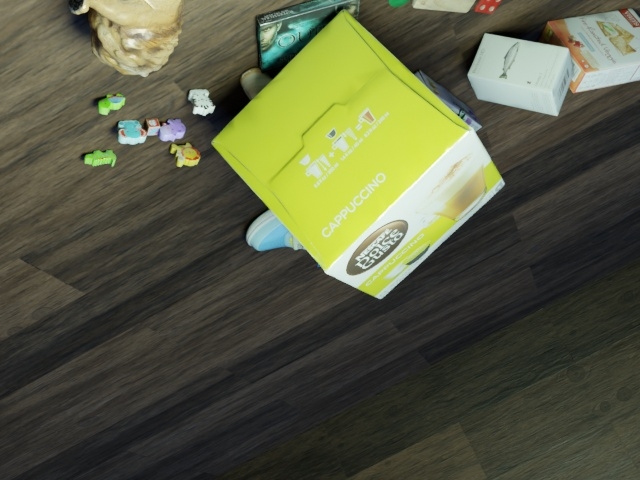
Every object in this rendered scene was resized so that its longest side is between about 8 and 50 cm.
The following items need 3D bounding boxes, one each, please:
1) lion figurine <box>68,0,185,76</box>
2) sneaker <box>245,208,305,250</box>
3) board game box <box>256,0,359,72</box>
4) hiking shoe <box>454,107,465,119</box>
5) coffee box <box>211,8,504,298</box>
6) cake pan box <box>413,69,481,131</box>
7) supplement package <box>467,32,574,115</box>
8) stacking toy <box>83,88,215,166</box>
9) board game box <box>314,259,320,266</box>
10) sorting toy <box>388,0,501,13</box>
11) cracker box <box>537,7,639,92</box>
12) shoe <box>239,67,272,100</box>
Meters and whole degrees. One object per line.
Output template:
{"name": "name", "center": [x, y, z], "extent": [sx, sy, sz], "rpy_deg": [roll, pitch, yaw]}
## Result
{"name": "lion figurine", "center": [-0.220, -0.398, 1.227], "extent": [0.392, 0.142, 0.240], "rpy_deg": [-42, 156, 22]}
{"name": "sneaker", "center": [0.000, 0.000, 2.024], "extent": [0.319, 0.208, 0.127], "rpy_deg": [-21, 154, -7]}
{"name": "board game box", "center": [-0.023, -0.371, 1.551], "extent": [0.186, 0.026, 0.126], "rpy_deg": [-19, 153, -12]}
{"name": "hiking shoe", "center": [0.172, -0.182, 1.852], "extent": [0.304, 0.113, 0.132], "rpy_deg": [-21, 123, 5]}
{"name": "coffee box", "center": [0.078, -0.141, 1.595], "extent": [0.337, 0.338, 0.334], "rpy_deg": [-44, 157, 6]}
{"name": "cake pan box", "center": [0.197, -0.237, 1.926], "extent": [0.245, 0.070, 0.267], "rpy_deg": [-35, 151, 23]}
{"name": "supplement package", "center": [0.409, -0.338, 1.774], "extent": [0.105, 0.179, 0.105], "rpy_deg": [-67, 153, -10]}
{"name": "stacking toy", "center": [-0.311, -0.197, 1.594], "extent": [0.221, 0.052, 0.167], "rpy_deg": [-8, 148, -28]}
{"name": "board game box", "center": [0.019, -0.051, 1.957], "extent": [0.136, 0.201, 0.035], "rpy_deg": [-20, 152, -11]}
{"name": "sorting toy", "center": [0.245, -0.478, 1.562], "extent": [0.274, 0.046, 0.132], "rpy_deg": [-5, 147, -33]}
{"name": "cracker box", "center": [0.605, -0.409, 1.859], "extent": [0.232, 0.156, 0.067], "rpy_deg": [-14, 150, -22]}
{"name": "shoe", "center": [-0.076, -0.260, 1.668], "extent": [0.076, 0.058, 0.219], "rpy_deg": [-36, 151, 21]}
